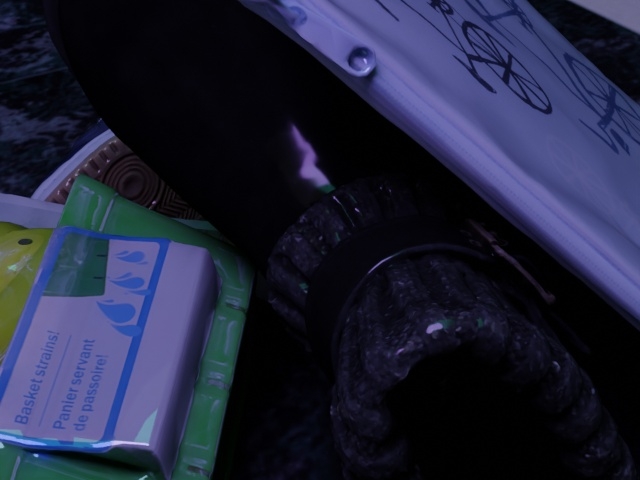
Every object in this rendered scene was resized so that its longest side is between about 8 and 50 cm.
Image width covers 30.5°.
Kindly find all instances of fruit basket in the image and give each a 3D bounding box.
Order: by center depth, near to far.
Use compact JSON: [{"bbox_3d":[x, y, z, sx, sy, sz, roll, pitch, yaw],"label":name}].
[{"bbox_3d":[-0.213,0.075,0.602,0.352,0.165,0.327,13,45,-3],"label":"fruit basket"}]

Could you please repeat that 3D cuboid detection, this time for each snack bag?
[{"bbox_3d":[0.093,-0.081,0.615,0.037,0.323,0.343,-44,18,24],"label":"snack bag"}]

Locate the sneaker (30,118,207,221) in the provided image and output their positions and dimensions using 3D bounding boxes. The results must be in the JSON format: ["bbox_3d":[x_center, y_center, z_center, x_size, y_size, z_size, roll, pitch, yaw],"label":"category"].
[{"bbox_3d":[-0.117,-0.091,0.837,0.282,0.099,0.153,-41,44,-21],"label":"sneaker"}]

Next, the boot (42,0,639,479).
[{"bbox_3d":[0.004,-0.002,0.534,0.131,0.348,0.260,-44,17,20],"label":"boot"}]
